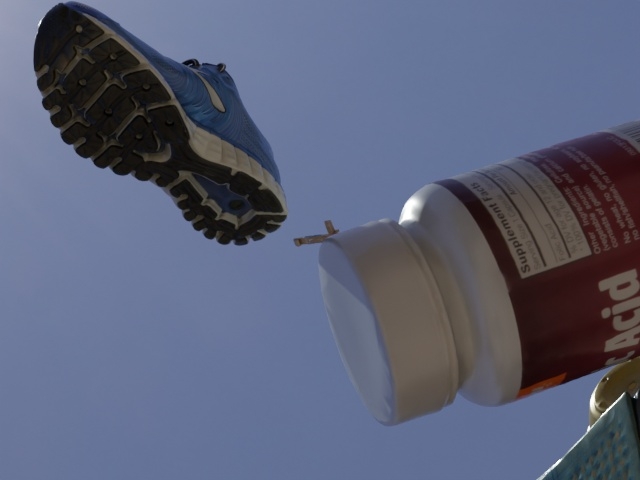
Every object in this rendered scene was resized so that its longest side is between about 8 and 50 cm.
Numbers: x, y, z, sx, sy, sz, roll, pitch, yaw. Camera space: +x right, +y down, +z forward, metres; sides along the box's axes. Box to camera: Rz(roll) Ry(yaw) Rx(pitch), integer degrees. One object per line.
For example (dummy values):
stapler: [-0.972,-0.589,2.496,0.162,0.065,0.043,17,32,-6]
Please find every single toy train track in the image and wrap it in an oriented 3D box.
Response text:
toy train track: [0.000,0.000,1.614,0.014,0.083,0.048,-51,-54,-48]

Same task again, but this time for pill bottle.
pill bottle: [0.212,0.029,1.230,0.392,0.224,0.224,-18,-65,-13]

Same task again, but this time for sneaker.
sneaker: [-0.164,-0.133,1.316,0.330,0.129,0.147,43,-152,-36]

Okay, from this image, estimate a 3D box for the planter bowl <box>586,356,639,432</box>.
planter bowl: [0.382,0.196,1.476,0.217,0.217,0.090,-48,-68,-23]

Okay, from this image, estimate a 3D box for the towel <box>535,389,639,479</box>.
towel: [0.262,0.363,1.202,0.040,0.271,0.370,17,-135,-17]
